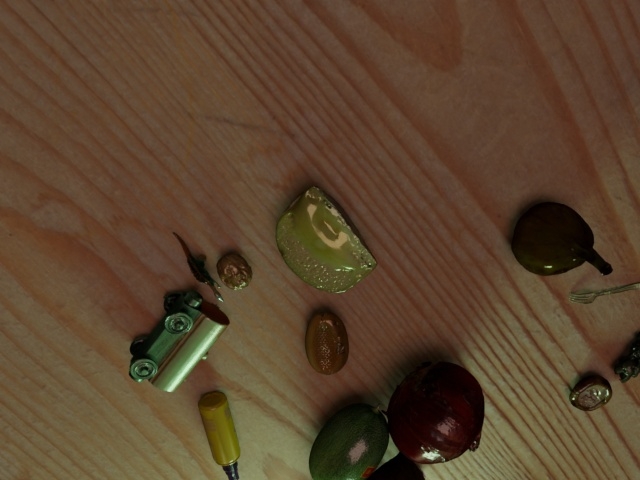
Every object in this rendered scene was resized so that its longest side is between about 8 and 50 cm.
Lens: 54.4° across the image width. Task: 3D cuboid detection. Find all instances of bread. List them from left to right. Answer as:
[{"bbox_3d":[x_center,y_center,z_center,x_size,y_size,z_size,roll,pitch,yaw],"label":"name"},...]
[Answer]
[{"bbox_3d":[0.018,0.262,1.619,0.114,0.077,0.189,3,113,13],"label":"bread"}]

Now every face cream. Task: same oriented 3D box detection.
[{"bbox_3d":[-0.263,0.543,1.686,0.078,0.078,0.274,-11,111,-3],"label":"face cream"}]

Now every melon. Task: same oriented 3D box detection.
[{"bbox_3d":[0.082,0.553,1.680,0.182,0.182,0.288,29,106,-17],"label":"melon"}]

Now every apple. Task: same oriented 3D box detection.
[{"bbox_3d":[0.000,0.000,1.496,0.193,0.120,0.265,-33,109,20],"label":"apple"}]

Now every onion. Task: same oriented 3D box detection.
[{"bbox_3d":[0.307,0.448,1.621,0.276,0.276,0.276,-2,111,-6],"label":"onion"}]

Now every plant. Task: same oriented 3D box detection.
[{"bbox_3d":[0.898,0.330,1.759,0.085,0.087,0.174,40,108,17],"label":"plant"}]

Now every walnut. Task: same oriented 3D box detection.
[{"bbox_3d":[-0.208,0.076,1.516,0.096,0.079,0.082,51,59,-13],"label":"walnut"}]

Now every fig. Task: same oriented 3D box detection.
[{"bbox_3d":[0.224,0.658,1.706,0.216,0.321,0.217,14,139,13],"label":"fig"},{"bbox_3d":[0.604,0.029,1.508,0.190,0.290,0.191,-17,127,-24],"label":"fig"}]

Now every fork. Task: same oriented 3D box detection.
[{"bbox_3d":[0.789,0.145,1.698,0.219,0.028,0.034,-8,108,-4],"label":"fork"}]

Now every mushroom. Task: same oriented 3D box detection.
[{"bbox_3d":[0.777,0.439,1.796,0.123,0.052,0.123,-1,116,-1],"label":"mushroom"}]

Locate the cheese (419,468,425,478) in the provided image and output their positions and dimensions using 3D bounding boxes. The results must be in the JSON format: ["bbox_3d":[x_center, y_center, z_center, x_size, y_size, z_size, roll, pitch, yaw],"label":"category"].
[{"bbox_3d":[0.264,0.720,1.845,0.095,0.038,0.145,-4,117,-4],"label":"cheese"}]

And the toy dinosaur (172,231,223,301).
[{"bbox_3d":[-0.295,0.067,1.486,0.044,0.106,0.187,-30,112,4],"label":"toy dinosaur"}]

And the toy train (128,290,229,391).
[{"bbox_3d":[-0.355,0.257,1.556,0.177,0.116,0.285,32,103,-30],"label":"toy train"}]
